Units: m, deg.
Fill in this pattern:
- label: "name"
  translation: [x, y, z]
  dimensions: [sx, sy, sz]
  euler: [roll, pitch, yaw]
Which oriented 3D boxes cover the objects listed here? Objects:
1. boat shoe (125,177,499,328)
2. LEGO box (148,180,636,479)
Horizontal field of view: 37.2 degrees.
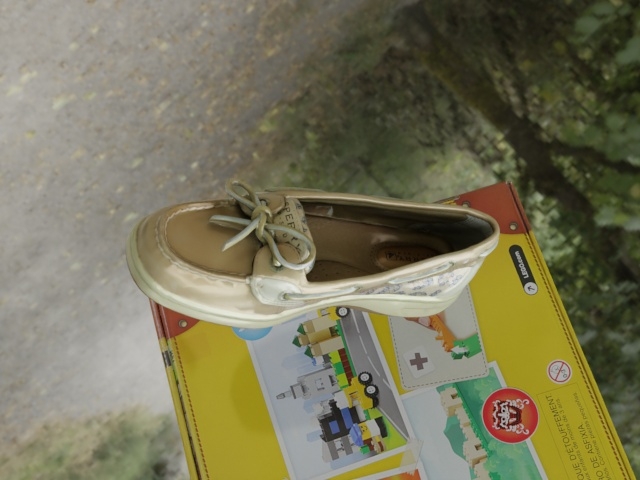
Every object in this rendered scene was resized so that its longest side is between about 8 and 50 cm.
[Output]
- label: "boat shoe"
  translation: [0.000, 0.000, 0.705]
  dimensions: [0.285, 0.104, 0.089]
  euler: [0, 148, -31]
- label: "LEGO box"
  translation: [0.082, 0.239, 0.904]
  dimensions: [0.373, 0.500, 0.193]
  euler: [-16, 158, -3]
